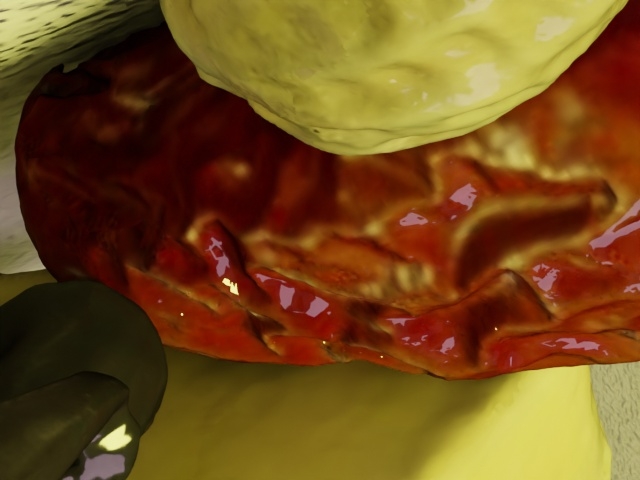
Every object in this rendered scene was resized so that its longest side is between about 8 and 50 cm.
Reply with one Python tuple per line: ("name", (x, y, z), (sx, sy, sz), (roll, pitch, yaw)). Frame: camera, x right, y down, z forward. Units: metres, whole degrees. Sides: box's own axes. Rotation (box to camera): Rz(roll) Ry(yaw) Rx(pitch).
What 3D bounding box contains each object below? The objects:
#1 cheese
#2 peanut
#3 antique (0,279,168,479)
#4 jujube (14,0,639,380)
("cheese", (-0.092, 0.150, 0.734), (0.383, 0.104, 0.384), (-12, -143, 9))
("peanut", (0.062, -0.115, 0.404), (0.298, 0.120, 0.136), (-33, 167, 40))
("antique", (-0.213, 0.094, 0.569), (0.322, 0.185, 0.255), (-20, -159, 7))
("jujube", (0.047, -0.045, 0.695), (0.342, 0.216, 0.216), (-10, -178, 24))
